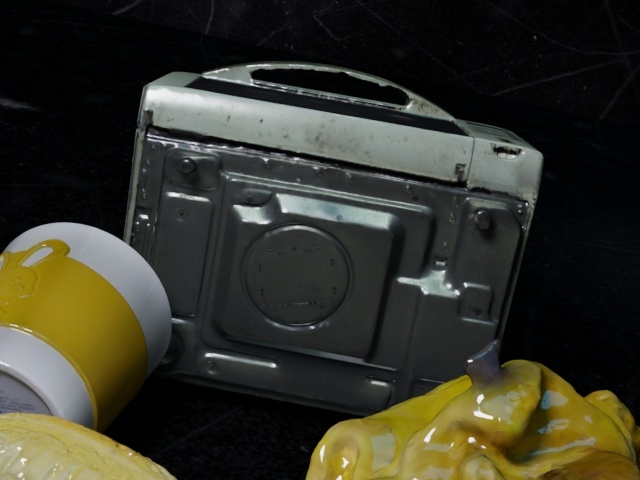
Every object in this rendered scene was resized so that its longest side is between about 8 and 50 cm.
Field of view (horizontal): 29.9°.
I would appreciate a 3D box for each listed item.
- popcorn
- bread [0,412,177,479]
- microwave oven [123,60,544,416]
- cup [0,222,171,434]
[{"bbox_3d":[0.143,0.209,0.936,0.297,0.280,0.316,-23,25,-29],"label":"popcorn"},{"bbox_3d":[-0.186,0.213,0.897,0.236,0.140,0.106,21,27,21],"label":"bread"},{"bbox_3d":[0.000,0.000,1.257,0.395,0.332,0.247,10,17,-2],"label":"microwave oven"},{"bbox_3d":[-0.276,0.115,1.084,0.241,0.185,0.226,-15,22,18],"label":"cup"}]
